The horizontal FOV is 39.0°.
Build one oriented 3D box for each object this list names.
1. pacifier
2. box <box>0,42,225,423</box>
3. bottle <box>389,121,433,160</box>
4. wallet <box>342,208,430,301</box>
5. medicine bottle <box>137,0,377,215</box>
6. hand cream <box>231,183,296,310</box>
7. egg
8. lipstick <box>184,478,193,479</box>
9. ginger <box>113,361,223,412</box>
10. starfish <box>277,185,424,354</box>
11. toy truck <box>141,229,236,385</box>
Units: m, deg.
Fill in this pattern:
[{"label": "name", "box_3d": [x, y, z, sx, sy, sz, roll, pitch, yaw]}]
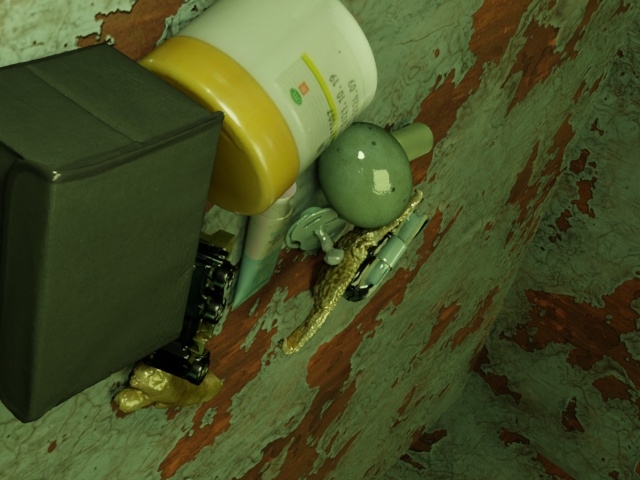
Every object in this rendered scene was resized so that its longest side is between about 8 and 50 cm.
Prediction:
[{"label": "pacifier", "box_3d": [0.000, 0.000, 1.749, 0.126, 0.117, 0.150, -27, 158, -1]}, {"label": "box", "box_3d": [-0.287, -0.017, 1.029, 0.251, 0.204, 0.345, -30, 146, -47]}, {"label": "bottle", "box_3d": [0.152, -0.186, 1.844, 0.201, 0.072, 0.072, -27, 144, -49]}, {"label": "wallet", "box_3d": [0.138, 0.029, 2.068, 0.250, 0.075, 0.176, -50, -177, -11]}, {"label": "medicine bottle", "box_3d": [-0.083, -0.189, 1.151, 0.232, 0.238, 0.238, -46, 156, -24]}, {"label": "hand cream", "box_3d": [-0.102, 0.010, 1.619, 0.111, 0.070, 0.312, -42, 158, -36]}, {"label": "egg", "box_3d": [0.083, -0.120, 1.663, 0.169, 0.169, 0.236, -47, 142, -19]}, {"label": "lipstick", "box_3d": [-0.316, 0.587, 2.026, 0.116, 0.037, 0.037, -57, 158, 18]}, {"label": "ginger", "box_3d": [-0.261, 0.265, 1.647, 0.118, 0.065, 0.299, -44, 157, 8]}, {"label": "starfish", "box_3d": [0.054, 0.040, 1.871, 0.432, 0.082, 0.324, -53, -174, 0]}, {"label": "toy truck", "box_3d": [-0.211, 0.104, 1.454, 0.127, 0.127, 0.257, -59, 167, -64]}]
